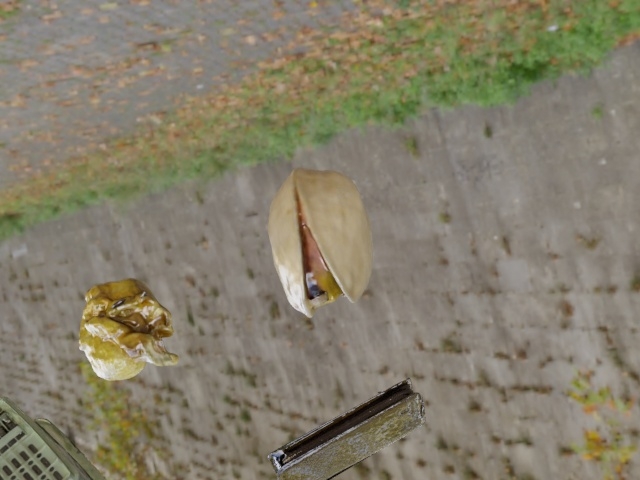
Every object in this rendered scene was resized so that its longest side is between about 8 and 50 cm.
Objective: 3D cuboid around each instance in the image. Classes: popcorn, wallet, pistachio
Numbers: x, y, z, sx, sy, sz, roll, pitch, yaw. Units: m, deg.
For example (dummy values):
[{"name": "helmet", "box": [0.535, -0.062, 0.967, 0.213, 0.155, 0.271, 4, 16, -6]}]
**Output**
[{"name": "popcorn", "box": [-0.414, 0.193, 1.826, 0.190, 0.191, 0.253, -34, -147, -23]}, {"name": "wallet", "box": [0.036, 0.243, 1.056, 0.198, 0.031, 0.110, -27, 143, -10]}, {"name": "pistachio", "box": [0.000, 0.000, 1.256, 0.157, 0.230, 0.157, -6, 147, -4]}]

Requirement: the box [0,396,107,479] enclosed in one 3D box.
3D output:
[{"name": "box", "box": [-0.406, 0.360, 1.159, 0.220, 0.166, 0.290, -42, -140, -22]}]
